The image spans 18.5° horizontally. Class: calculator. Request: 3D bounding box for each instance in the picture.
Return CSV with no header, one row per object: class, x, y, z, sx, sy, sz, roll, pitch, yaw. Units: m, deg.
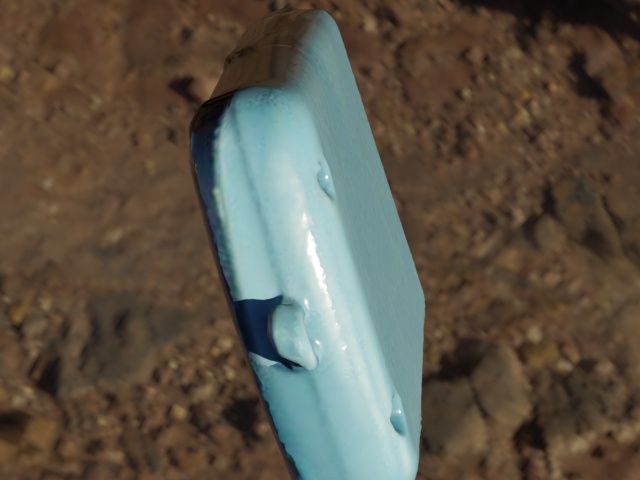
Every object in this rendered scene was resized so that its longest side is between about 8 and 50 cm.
calculator,0.000,0.000,0.799,0.051,0.293,0.173,-15,104,7
